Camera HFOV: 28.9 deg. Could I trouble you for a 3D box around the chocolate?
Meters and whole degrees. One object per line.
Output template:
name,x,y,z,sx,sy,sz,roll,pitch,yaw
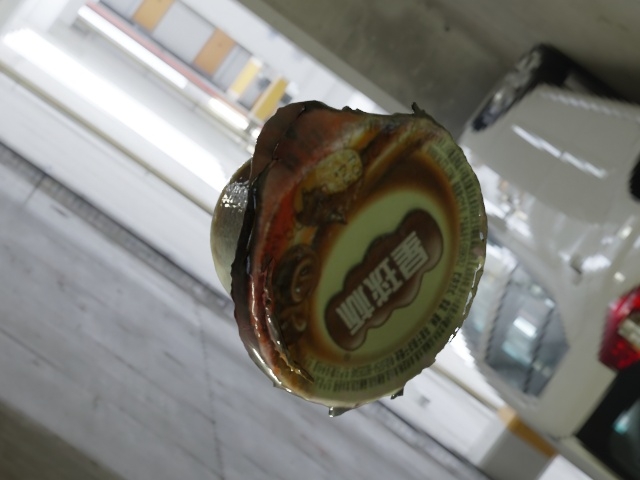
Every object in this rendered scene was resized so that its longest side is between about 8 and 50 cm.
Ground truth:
chocolate,-0.007,-0.003,0.850,0.147,0.221,0.221,22,173,47
